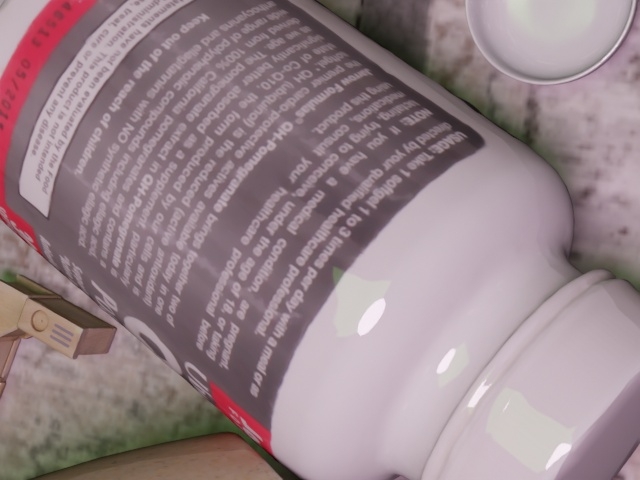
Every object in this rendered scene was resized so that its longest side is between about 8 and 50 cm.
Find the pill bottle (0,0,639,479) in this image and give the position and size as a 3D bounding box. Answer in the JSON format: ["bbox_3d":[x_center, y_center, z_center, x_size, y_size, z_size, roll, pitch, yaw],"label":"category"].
[{"bbox_3d":[0.000,0.000,0.674,0.318,0.176,0.176,38,104,23],"label":"pill bottle"}]

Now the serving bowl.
[{"bbox_3d":[0.112,-0.113,0.707,0.083,0.027,0.083,-1,88,25],"label":"serving bowl"}]

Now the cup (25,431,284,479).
[{"bbox_3d":[-0.072,0.222,0.651,0.237,0.331,0.331,-42,69,-9],"label":"cup"}]

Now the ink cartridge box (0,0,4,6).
[{"bbox_3d":[-0.151,-0.200,0.789,0.207,0.117,0.283,37,103,22],"label":"ink cartridge box"}]

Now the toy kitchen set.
[{"bbox_3d":[-0.172,0.070,0.814,0.075,0.068,0.083,26,99,25],"label":"toy kitchen set"}]
